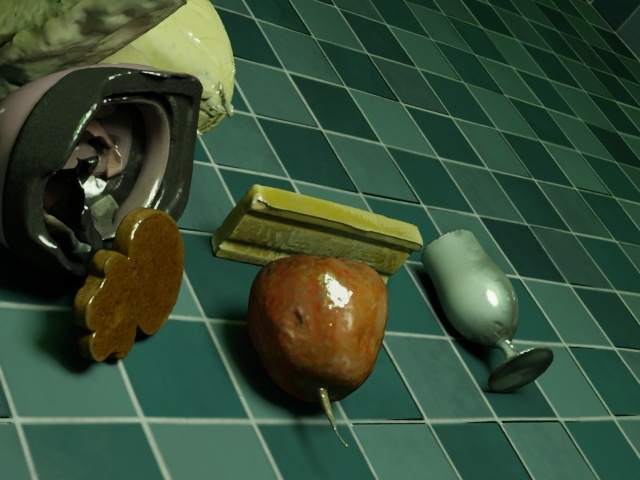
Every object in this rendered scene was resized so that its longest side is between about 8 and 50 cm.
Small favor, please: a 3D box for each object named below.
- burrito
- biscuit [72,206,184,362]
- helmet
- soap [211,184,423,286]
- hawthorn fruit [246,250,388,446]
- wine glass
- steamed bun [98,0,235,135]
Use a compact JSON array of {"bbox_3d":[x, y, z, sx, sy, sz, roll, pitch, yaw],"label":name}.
[{"bbox_3d":[-0.279,-0.213,1.108,0.135,0.332,0.190,46,21,-52],"label":"burrito"},{"bbox_3d":[-0.174,0.039,1.054,0.026,0.124,0.175,7,28,21],"label":"biscuit"},{"bbox_3d":[-0.227,-0.076,1.083,0.154,0.198,0.253,15,26,11],"label":"helmet"},{"bbox_3d":[0.000,-0.001,1.317,0.252,0.092,0.037,14,40,-38],"label":"soap"},{"bbox_3d":[-0.012,0.097,1.148,0.149,0.149,0.189,31,65,-15],"label":"hawthorn fruit"},{"bbox_3d":[0.200,0.082,1.432,0.093,0.093,0.202,11,40,-41],"label":"wine glass"},{"bbox_3d":[-0.222,-0.220,1.304,0.232,0.166,0.273,22,38,-49],"label":"steamed bun"}]
